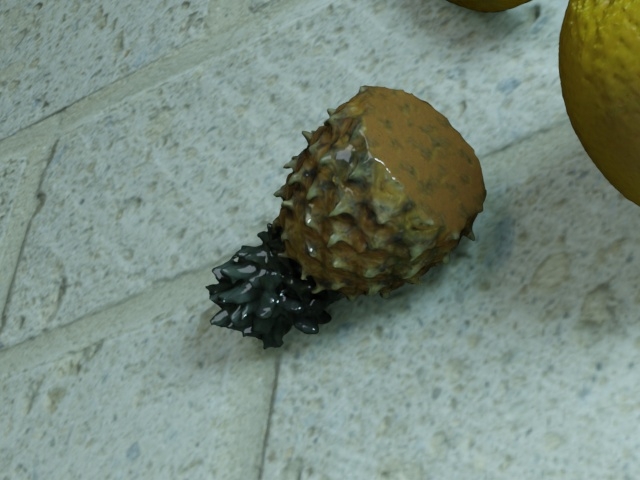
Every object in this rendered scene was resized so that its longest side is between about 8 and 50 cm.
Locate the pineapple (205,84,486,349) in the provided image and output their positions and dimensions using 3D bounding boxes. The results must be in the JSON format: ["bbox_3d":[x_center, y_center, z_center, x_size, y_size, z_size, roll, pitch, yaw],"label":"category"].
[{"bbox_3d":[0.000,0.000,1.320,0.279,0.158,0.158,-40,34,35],"label":"pineapple"}]

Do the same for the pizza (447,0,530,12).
[{"bbox_3d":[0.140,-0.307,1.454,0.365,0.074,0.182,-129,56,-63],"label":"pizza"}]

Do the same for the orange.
[{"bbox_3d":[0.268,-0.112,1.051,0.236,0.236,0.236,-29,40,27],"label":"orange"}]
